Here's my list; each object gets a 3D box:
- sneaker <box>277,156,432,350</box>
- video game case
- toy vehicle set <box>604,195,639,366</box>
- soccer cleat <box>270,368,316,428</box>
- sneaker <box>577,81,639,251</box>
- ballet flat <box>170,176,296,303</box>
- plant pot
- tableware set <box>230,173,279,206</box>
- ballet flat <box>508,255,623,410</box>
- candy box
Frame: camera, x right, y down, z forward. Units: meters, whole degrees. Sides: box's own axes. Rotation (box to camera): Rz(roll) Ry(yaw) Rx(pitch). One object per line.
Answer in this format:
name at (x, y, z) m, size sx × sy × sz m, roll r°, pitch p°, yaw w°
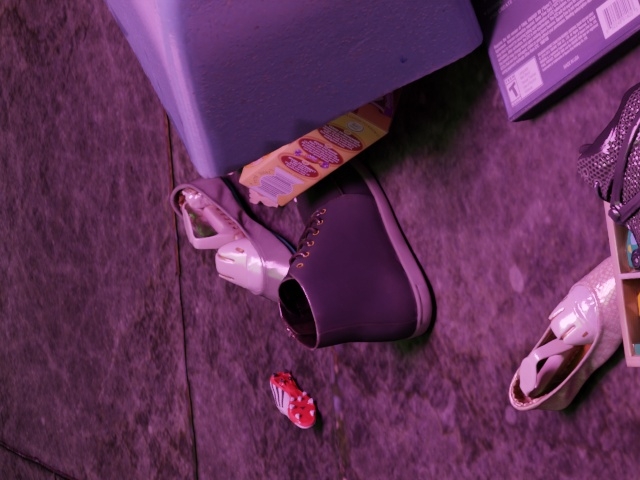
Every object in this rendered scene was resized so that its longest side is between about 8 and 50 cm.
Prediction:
sneaker at (0.000, 0.000, 1.746) m, size 0.222 × 0.118 × 0.083 m, roll 58°, pitch 143°, yaw 37°
video game case at (0.159, -0.251, 1.491) m, size 0.196 × 0.026 × 0.274 m, roll -37°, pitch 65°, yaw 58°
toy vehicle set at (0.286, 0.000, 1.321) m, size 0.267 × 0.035 × 0.166 m, roll -8°, pitch 91°, yaw 61°
soccer cleat at (-0.026, 0.160, 1.935) m, size 0.083 × 0.029 × 0.036 m, roll -128°, pitch 32°, yaw -46°
sneaker at (0.232, -0.004, 1.294) m, size 0.130 × 0.087 × 0.227 m, roll 7°, pitch 100°, yaw 62°
ballet flat at (-0.084, 0.008, 1.949) m, size 0.213 × 0.068 × 0.072 m, roll 47°, pitch 144°, yaw 45°
plant pot at (-0.052, -0.251, 1.497) m, size 0.247 × 0.248 × 0.252 m, roll 60°, pitch 174°, yaw 34°
tableware set at (-0.070, -0.120, 1.939) m, size 0.141 × 0.020 × 0.169 m, roll 40°, pitch 131°, yaw 50°
ballet flat at (0.189, 0.077, 1.499) m, size 0.057 × 0.052 × 0.168 m, roll 60°, pitch 144°, yaw 33°
candy box at (0.006, -0.113, 1.713) m, size 0.186 × 0.053 × 0.109 m, roll -35°, pitch 32°, yaw 56°
